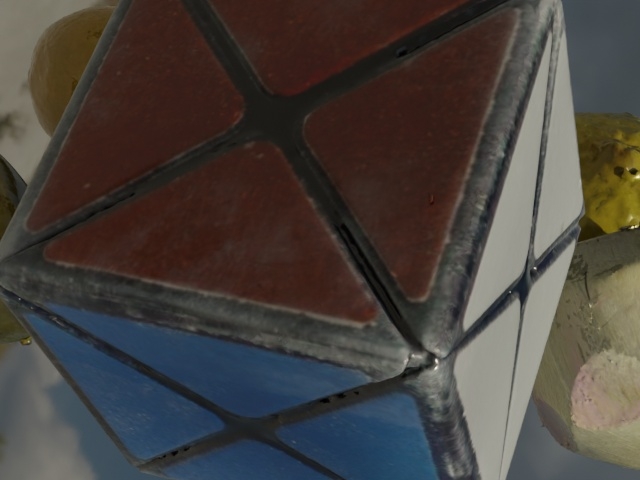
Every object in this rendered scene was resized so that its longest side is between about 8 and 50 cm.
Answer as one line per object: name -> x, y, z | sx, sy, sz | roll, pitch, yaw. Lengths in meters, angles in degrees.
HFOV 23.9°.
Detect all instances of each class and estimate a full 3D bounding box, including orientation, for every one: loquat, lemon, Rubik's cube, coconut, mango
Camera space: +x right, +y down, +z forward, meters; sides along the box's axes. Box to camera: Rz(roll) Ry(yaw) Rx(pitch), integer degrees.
loquat -> -0.262, -0.196, 1.899 | 0.208, 0.208, 0.208 | -51, -151, 43
lemon -> 0.301, -0.004, 1.716 | 0.322, 0.268, 0.268 | 117, -18, -58
Rubik's cube -> 0.000, 0.000, 0.885 | 0.260, 0.259, 0.254 | 72, 35, -56
coconut -> 0.303, 0.114, 1.464 | 0.227, 0.227, 0.230 | -35, -116, 58
mango -> -0.231, -0.005, 1.062 | 0.076, 0.103, 0.161 | -29, -115, 11
